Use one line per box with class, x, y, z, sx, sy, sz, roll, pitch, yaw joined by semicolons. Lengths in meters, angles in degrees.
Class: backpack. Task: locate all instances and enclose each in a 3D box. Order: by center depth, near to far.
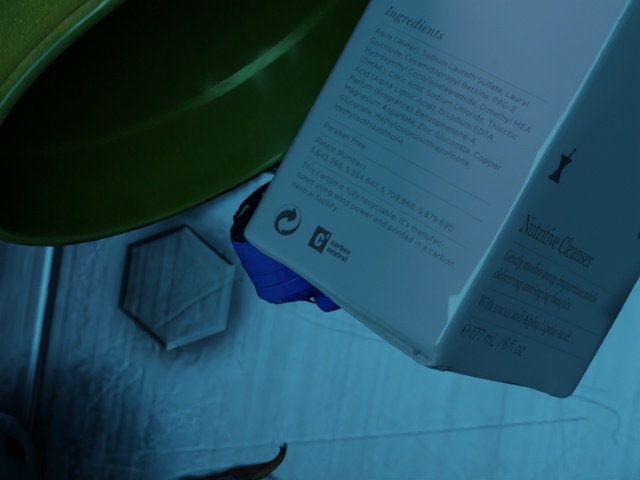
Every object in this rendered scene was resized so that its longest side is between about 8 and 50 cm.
backpack;0.000;0.000;1.019;0.120;0.098;0.101;-19;110;11

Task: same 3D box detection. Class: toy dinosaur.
toy dinosaur;-0.078;0.194;1.089;0.082;0.047;0.090;17;64;19

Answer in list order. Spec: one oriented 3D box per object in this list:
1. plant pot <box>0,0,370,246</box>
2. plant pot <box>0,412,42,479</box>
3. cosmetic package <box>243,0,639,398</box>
plant pot;-0.142;-0.243;0.927;0.366;0.366;0.353;-35;75;12
plant pot;-0.382;0.260;1.015;0.334;0.341;0.341;-5;93;4
cosmetic package;0.147;-0.115;0.833;0.156;0.217;0.385;33;98;31
